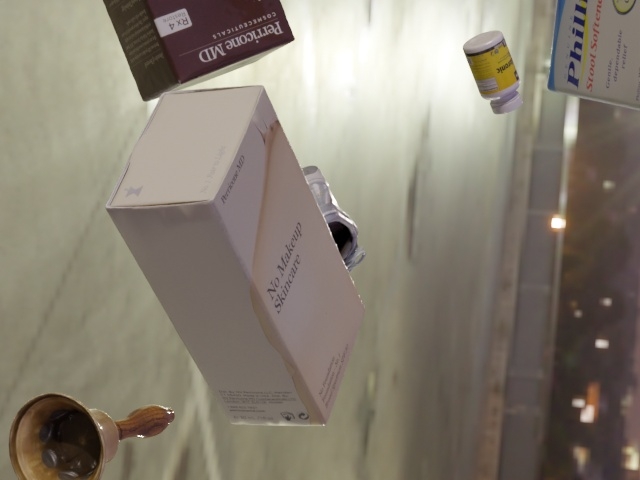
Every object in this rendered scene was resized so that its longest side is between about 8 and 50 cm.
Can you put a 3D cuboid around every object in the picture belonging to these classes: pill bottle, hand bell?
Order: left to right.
[{"bbox_3d":[-0.241,0.221,1.747,0.242,0.126,0.126,-9,104,-65],"label":"hand bell"},{"bbox_3d":[0.262,-0.251,2.249,0.065,0.065,0.116,-68,138,-61],"label":"pill bottle"}]

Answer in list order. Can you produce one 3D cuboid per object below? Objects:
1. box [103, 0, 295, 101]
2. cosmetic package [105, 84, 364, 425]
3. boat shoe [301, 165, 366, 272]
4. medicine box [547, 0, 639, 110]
[{"bbox_3d":[-0.164,-0.303,1.872,0.203,0.168,0.167,68,-22,-5],"label":"box"},{"bbox_3d":[-0.070,0.021,1.419,0.309,0.113,0.160,66,33,-41],"label":"cosmetic package"},{"bbox_3d":[0.002,-0.002,2.258,0.103,0.118,0.320,57,-7,24],"label":"boat shoe"},{"bbox_3d":[0.380,-0.179,1.302,0.289,0.263,0.149,-148,-118,-70],"label":"medicine box"}]
